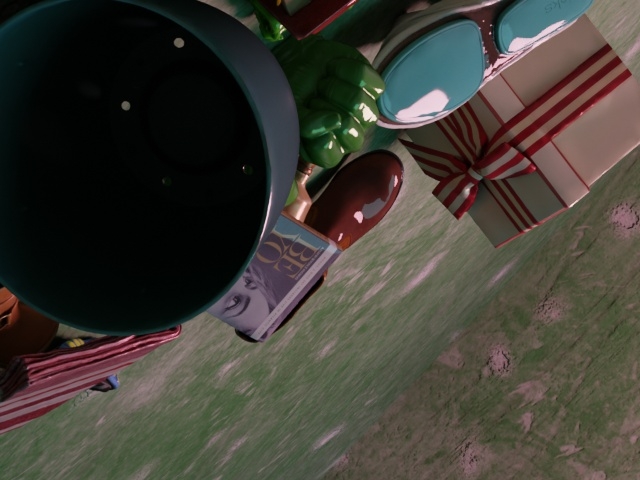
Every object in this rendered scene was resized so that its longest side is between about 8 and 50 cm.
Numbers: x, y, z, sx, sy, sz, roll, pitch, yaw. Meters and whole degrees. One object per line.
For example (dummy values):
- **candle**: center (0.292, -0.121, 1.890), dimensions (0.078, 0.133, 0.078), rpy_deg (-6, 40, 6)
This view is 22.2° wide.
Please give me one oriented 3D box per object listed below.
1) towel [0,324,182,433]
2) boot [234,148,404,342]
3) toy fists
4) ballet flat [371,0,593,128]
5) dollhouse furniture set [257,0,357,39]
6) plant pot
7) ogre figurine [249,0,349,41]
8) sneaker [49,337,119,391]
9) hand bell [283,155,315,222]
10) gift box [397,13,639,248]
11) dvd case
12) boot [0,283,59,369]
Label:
- **towel**: center (-0.339, 0.176, 1.869), dimensions (0.329, 0.037, 0.237), rpy_deg (-31, 170, 40)
- **boot**: center (0.000, 0.000, 2.183), dimensions (0.264, 0.096, 0.280), rpy_deg (-35, -172, 15)
- **toy fists**: center (-0.052, -0.117, 1.828), dimensions (0.279, 0.142, 0.096), rpy_deg (-41, 163, -10)
- **ballet flat**: center (0.175, -0.259, 2.035), dimensions (0.400, 0.139, 0.139), rpy_deg (-33, 160, -27)
- **dollhouse furniture set**: center (0.063, -0.367, 1.429), dimensions (0.374, 0.152, 0.201), rpy_deg (-38, 163, -5)
- **plant pot**: center (-0.151, -0.089, 1.457), dimensions (0.293, 0.293, 0.235), rpy_deg (-50, 178, 21)
- **ogre figurine**: center (-0.011, -0.266, 1.649), dimensions (0.118, 0.097, 0.197), rpy_deg (-29, 150, -8)
- **sneaker**: center (-0.312, 0.164, 2.073), dimensions (0.078, 0.067, 0.188), rpy_deg (-25, 167, 9)
- **hand bell**: center (-0.018, -0.100, 2.066), dimensions (0.242, 0.126, 0.126), rpy_deg (-59, 161, 6)
- **gift box**: center (0.274, -0.165, 2.299), dimensions (0.258, 0.276, 0.255), rpy_deg (-39, 176, -26)
- **dvd case**: center (-0.106, 0.019, 1.998), dimensions (0.221, 0.018, 0.164), rpy_deg (31, 110, -29)
- **boot**: center (-0.342, 0.074, 1.753), dimensions (0.197, 0.073, 0.152), rpy_deg (-29, 154, -46)
